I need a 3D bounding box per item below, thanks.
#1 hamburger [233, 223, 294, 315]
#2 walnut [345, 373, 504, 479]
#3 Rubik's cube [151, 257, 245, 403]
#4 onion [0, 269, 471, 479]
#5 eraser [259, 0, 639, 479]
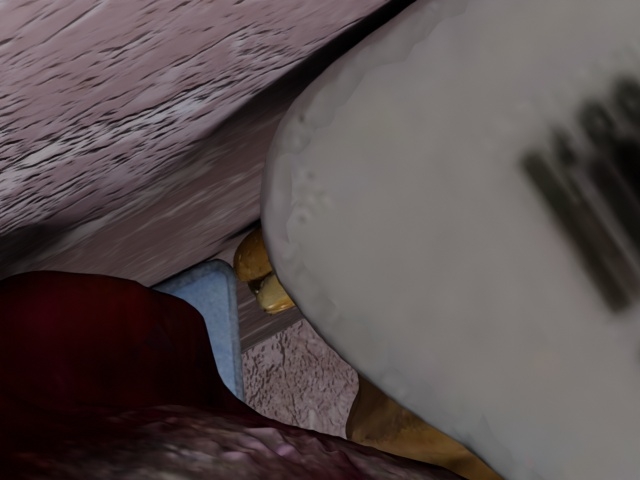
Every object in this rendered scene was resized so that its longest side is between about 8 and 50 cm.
[{"bbox_3d":[0.000,0.000,0.924,0.083,0.044,0.076,-34,173,34],"label":"hamburger"},{"bbox_3d":[0.173,0.059,1.058,0.333,0.333,0.333,-29,177,-2],"label":"walnut"},{"bbox_3d":[-0.139,0.168,0.935,0.228,0.229,0.233,-10,-159,9],"label":"Rubik's cube"},{"bbox_3d":[-0.088,0.234,0.500,0.398,0.398,0.420,-24,144,-57],"label":"onion"},{"bbox_3d":[0.183,-0.039,0.512,0.331,0.331,0.150,-31,174,26],"label":"eraser"}]
